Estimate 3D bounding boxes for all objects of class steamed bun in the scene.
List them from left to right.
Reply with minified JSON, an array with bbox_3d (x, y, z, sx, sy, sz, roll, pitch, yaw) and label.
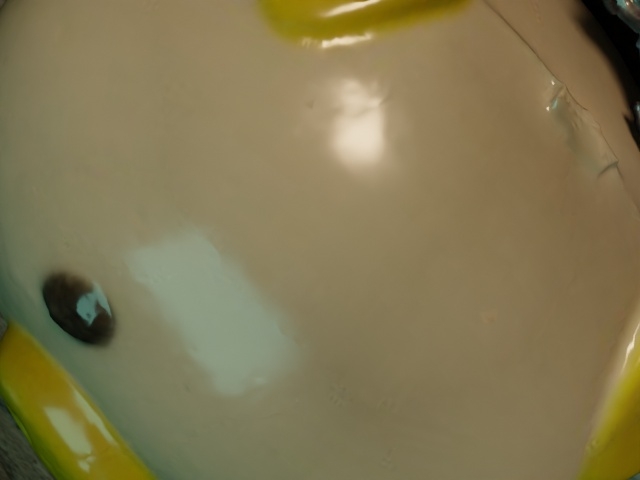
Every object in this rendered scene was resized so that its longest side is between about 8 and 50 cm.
[{"bbox_3d":[0.004,-0.004,0.915,0.334,0.334,0.374,-18,116,50],"label":"steamed bun"}]

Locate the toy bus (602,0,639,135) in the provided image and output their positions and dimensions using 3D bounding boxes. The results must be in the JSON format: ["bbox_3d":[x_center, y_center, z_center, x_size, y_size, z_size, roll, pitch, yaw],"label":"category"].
[{"bbox_3d":[0.187,-0.156,0.748,0.131,0.106,0.297,26,138,41],"label":"toy bus"}]
